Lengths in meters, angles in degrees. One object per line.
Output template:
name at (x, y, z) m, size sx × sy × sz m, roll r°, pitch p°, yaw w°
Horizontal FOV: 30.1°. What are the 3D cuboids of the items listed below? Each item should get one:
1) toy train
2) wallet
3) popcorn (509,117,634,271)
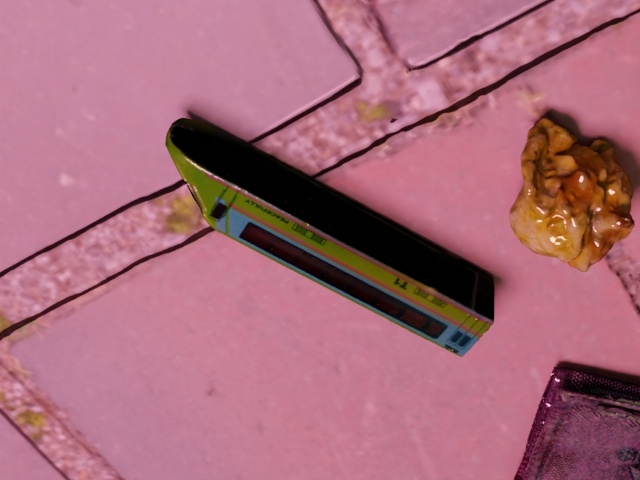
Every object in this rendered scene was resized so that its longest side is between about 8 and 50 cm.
toy train at (0.000, 0.000, 0.672) m, size 0.209 × 0.044 × 0.042 m, roll 28°, pitch 123°, yaw -11°
wallet at (0.212, 0.139, 0.750) m, size 0.166 × 0.030 × 0.111 m, roll 12°, pitch 128°, yaw 0°
popcorn at (0.130, -0.023, 0.635) m, size 0.068 × 0.059 × 0.083 m, roll -22°, pitch 110°, yaw 19°
